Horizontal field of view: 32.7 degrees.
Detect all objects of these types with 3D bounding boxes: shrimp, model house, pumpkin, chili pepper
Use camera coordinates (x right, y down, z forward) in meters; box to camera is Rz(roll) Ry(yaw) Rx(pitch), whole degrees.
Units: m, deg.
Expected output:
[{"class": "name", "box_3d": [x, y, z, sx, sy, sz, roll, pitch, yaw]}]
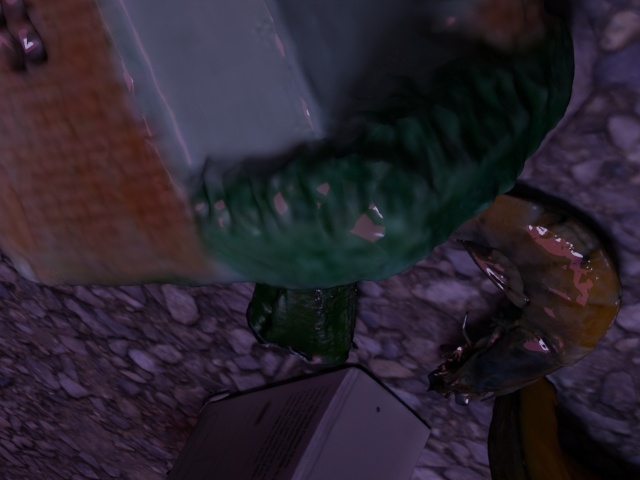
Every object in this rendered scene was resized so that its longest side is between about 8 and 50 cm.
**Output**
[{"class": "shrimp", "box_3d": [0.097, 0.037, 0.702, 0.150, 0.051, 0.217, 36, 142, 1]}, {"class": "model house", "box_3d": [-0.066, -0.160, 0.479, 0.267, 0.194, 0.325, -1, 122, 43]}, {"class": "pumpkin", "box_3d": [0.189, 0.225, 0.790, 0.254, 0.149, 0.130, 38, 138, -13]}, {"class": "chili pepper", "box_3d": [0.000, 0.000, 0.723, 0.088, 0.059, 0.227, 24, 143, 9]}]

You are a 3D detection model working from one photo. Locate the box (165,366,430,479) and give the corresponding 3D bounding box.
[{"class": "box", "box_3d": [-0.052, 0.229, 0.928, 0.106, 0.203, 0.251, 42, 145, -18]}]
